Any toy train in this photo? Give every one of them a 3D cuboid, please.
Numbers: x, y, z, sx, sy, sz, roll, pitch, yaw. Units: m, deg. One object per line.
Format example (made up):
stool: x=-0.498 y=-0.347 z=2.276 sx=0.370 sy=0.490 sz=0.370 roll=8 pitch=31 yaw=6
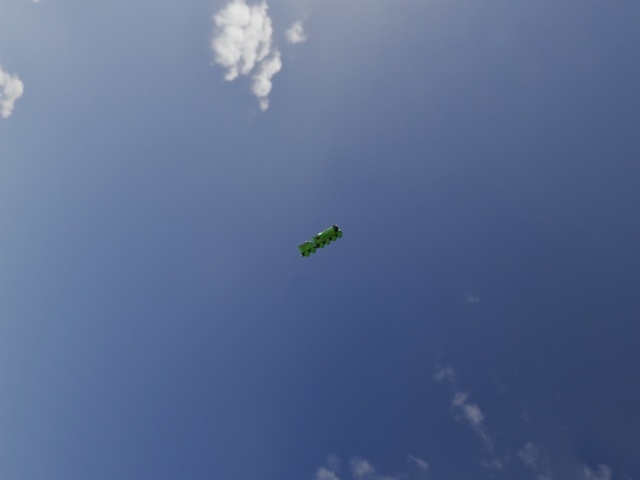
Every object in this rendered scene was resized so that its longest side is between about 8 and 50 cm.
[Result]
toy train: x=0.000 y=0.000 z=0.764 sx=0.017 sy=0.083 sz=0.023 roll=4 pitch=-60 yaw=59
